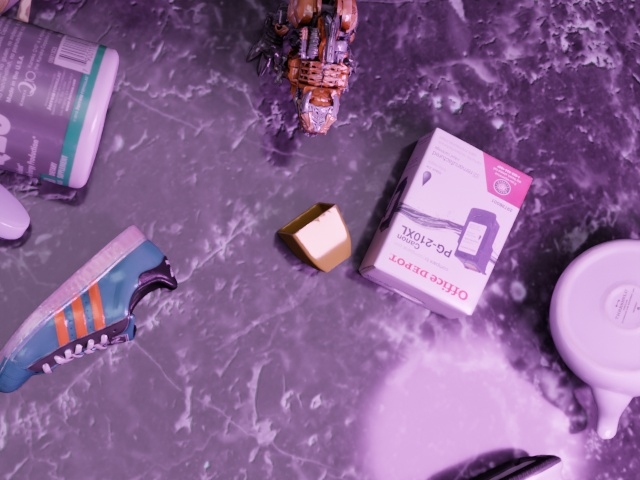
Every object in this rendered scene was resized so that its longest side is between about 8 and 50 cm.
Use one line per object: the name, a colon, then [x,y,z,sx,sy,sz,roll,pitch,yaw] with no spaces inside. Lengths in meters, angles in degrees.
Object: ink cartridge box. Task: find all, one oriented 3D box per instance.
ink cartridge box: [0.188,-0.022,1.758,0.172,0.100,0.237,27,79,-8]

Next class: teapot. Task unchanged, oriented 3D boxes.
teapot: [0.473,0.126,1.771,0.256,0.187,0.252,-30,64,3]

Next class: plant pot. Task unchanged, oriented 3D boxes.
plant pot: [0.000,0.000,1.729,0.081,0.081,0.083,-36,105,-13]

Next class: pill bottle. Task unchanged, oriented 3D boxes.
pill bottle: [-0.472,-0.212,1.582,0.361,0.204,0.204,15,81,-10]

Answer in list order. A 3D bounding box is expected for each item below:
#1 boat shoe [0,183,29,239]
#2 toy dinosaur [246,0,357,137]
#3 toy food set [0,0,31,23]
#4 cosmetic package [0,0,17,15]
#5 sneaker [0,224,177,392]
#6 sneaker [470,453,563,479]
boat shoe: [-0.555,-0.064,1.605,0.301,0.108,0.102,26,112,-12]
toy dinosaur: [0.005,-0.309,1.687,0.164,0.218,0.322,26,80,-8]
toy food set: [-0.495,-0.370,1.639,0.192,0.038,0.132,14,98,-10]
cosmetic package: [-0.487,-0.385,1.678,0.115,0.041,0.060,46,78,-4]
sneaker: [-0.329,0.118,1.628,0.121,0.108,0.302,45,76,0]
sneaker: [0.199,0.506,1.673,0.447,0.169,0.257,-20,87,-16]
